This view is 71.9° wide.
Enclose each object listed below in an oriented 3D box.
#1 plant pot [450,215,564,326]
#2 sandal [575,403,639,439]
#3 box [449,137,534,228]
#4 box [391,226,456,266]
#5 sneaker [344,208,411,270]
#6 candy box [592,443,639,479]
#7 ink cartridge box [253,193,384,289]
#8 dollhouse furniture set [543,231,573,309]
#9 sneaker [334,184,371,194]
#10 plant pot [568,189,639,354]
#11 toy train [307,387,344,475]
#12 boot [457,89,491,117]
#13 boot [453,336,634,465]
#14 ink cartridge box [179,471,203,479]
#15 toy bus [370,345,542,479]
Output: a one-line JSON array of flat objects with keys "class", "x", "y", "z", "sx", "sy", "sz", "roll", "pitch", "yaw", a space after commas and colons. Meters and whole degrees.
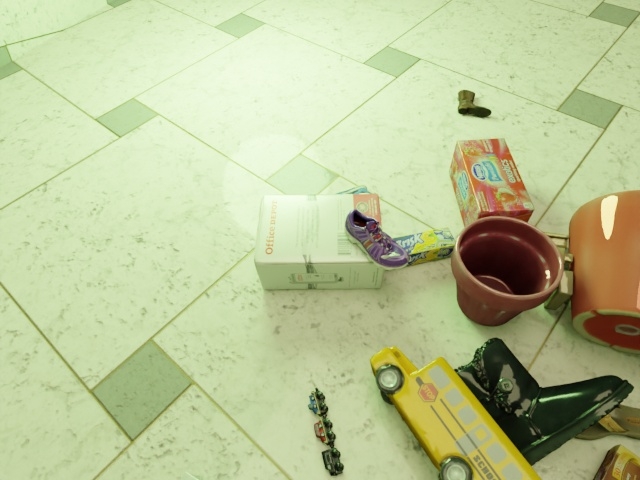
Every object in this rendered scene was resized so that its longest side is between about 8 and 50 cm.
[{"class": "plant pot", "x": 0.366, "y": 0.080, "z": 0.916, "sx": 0.201, "sy": 0.180, "sz": 0.201, "roll": -2, "pitch": 52, "yaw": 2}, {"class": "sandal", "x": 0.530, "y": 0.324, "z": 0.802, "sx": 0.180, "sy": 0.049, "sz": 0.072, "roll": 3, "pitch": 53, "yaw": 5}, {"class": "box", "x": 0.419, "y": -0.129, "z": 1.111, "sx": 0.128, "sy": 0.122, "sz": 0.257, "roll": -3, "pitch": 52, "yaw": 2}, {"class": "box", "x": 0.231, "y": 0.019, "z": 1.049, "sx": 0.169, "sy": 0.054, "sz": 0.059, "roll": -12, "pitch": 52, "yaw": -5}, {"class": "sneaker", "x": 0.113, "y": -0.003, "z": 0.917, "sx": 0.170, "sy": 0.071, "sz": 0.068, "roll": 38, "pitch": 62, "yaw": 24}, {"class": "candy box", "x": 0.543, "y": 0.441, "z": 0.710, "sx": 0.186, "sy": 0.053, "sz": 0.109, "roll": 35, "pitch": 62, "yaw": 28}, {"class": "ink cartridge box", "x": 0.000, "y": 0.000, "z": 1.035, "sx": 0.283, "sy": 0.117, "sz": 0.207, "roll": 0, "pitch": 53, "yaw": 2}, {"class": "dollhouse furniture set", "x": 0.465, "y": 0.059, "z": 0.969, "sx": 0.123, "sy": 0.144, "sz": 0.151, "roll": 9, "pitch": 68, "yaw": 15}, {"class": "sneaker", "x": 0.073, "y": -0.096, "z": 1.148, "sx": 0.144, "sy": 0.053, "sz": 0.059, "roll": -26, "pitch": 58, "yaw": -15}, {"class": "plant pot", "x": 0.622, "y": 0.075, "z": 0.870, "sx": 0.275, "sy": 0.275, "sz": 0.243, "roll": 18, "pitch": 66, "yaw": 16}, {"class": "toy train", "x": 0.006, "y": 0.353, "z": 0.822, "sx": 0.036, "sy": 0.027, "sz": 0.158, "roll": -20, "pitch": 54, "yaw": 2}, {"class": "boot", "x": 0.490, "y": -0.440, "z": 1.406, "sx": 0.106, "sy": 0.037, "sz": 0.114, "roll": 11, "pitch": 49, "yaw": 9}, {"class": "boot", "x": 0.389, "y": 0.257, "z": 0.803, "sx": 0.246, "sy": 0.094, "sz": 0.207, "roll": -37, "pitch": 58, "yaw": 5}, {"class": "ink cartridge box", "x": -0.215, "y": 0.475, "z": 0.715, "sx": 0.109, "sy": 0.063, "sz": 0.150, "roll": 21, "pitch": 56, "yaw": 18}, {"class": "toy bus", "x": 0.223, "y": 0.325, "z": 0.766, "sx": 0.130, "sy": 0.108, "sz": 0.333, "roll": -32, "pitch": 57, "yaw": -7}]
